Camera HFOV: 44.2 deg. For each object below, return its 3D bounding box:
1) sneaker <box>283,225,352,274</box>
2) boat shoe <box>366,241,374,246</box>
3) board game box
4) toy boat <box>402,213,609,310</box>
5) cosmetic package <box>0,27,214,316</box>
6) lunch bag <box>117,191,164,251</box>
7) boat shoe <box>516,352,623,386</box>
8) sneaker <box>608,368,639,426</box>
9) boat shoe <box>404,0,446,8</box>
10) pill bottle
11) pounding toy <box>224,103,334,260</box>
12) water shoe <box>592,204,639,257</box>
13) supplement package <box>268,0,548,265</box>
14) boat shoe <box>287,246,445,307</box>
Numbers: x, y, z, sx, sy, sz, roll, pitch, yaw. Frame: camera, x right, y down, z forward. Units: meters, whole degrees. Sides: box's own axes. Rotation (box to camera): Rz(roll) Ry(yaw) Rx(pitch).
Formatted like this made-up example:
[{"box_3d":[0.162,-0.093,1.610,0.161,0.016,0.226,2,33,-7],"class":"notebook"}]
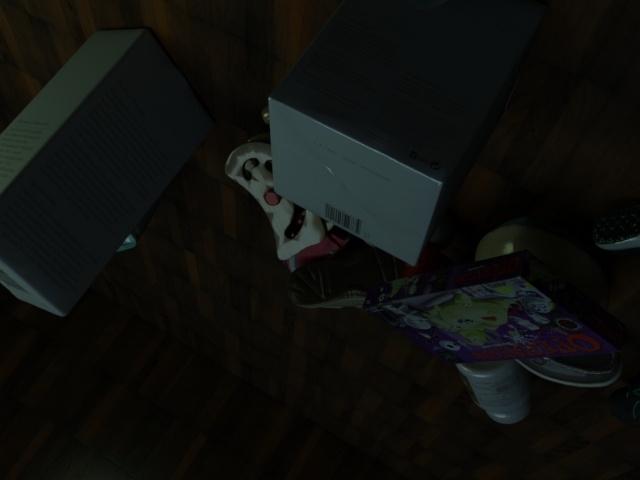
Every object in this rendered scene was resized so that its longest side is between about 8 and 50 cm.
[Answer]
[{"box_3d":[0.000,0.000,1.500,0.136,0.116,0.314,19,152,26],"class":"sneaker"},{"box_3d":[0.075,-0.077,1.267,0.091,0.109,0.305,7,149,36],"class":"boat shoe"},{"box_3d":[0.241,0.112,1.170,0.208,0.056,0.346,30,155,-24],"class":"board game box"},{"box_3d":[0.279,0.033,1.211,0.318,0.148,0.267,8,152,30],"class":"toy boat"},{"box_3d":[-0.408,-0.127,1.346,0.161,0.453,0.230,12,148,40],"class":"cosmetic package"},{"box_3d":[-0.418,-0.103,1.687,0.160,0.224,0.262,34,157,-21],"class":"lunch bag"},{"box_3d":[0.352,0.142,1.335,0.324,0.117,0.097,27,159,28],"class":"boat shoe"},{"box_3d":[0.569,0.241,1.307,0.106,0.101,0.267,57,156,1],"class":"sneaker"},{"box_3d":[0.193,-0.311,0.713,0.320,0.103,0.118,-18,106,54],"class":"boat shoe"},{"box_3d":[0.346,0.263,1.544,0.131,0.131,0.229,15,150,36],"class":"pill bottle"},{"box_3d":[-0.081,-0.092,1.302,0.154,0.155,0.270,-7,109,20],"class":"pounding toy"},{"box_3d":[0.448,-0.013,0.997,0.080,0.073,0.203,22,169,-32],"class":"water shoe"},{"box_3d":[0.095,-0.155,0.901,0.199,0.263,0.198,28,156,12],"class":"supplement package"},{"box_3d":[0.092,0.074,1.481,0.302,0.109,0.098,-11,167,19],"class":"boat shoe"}]
